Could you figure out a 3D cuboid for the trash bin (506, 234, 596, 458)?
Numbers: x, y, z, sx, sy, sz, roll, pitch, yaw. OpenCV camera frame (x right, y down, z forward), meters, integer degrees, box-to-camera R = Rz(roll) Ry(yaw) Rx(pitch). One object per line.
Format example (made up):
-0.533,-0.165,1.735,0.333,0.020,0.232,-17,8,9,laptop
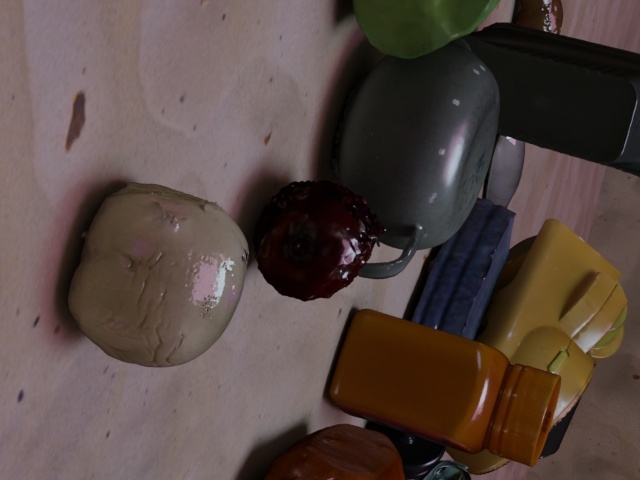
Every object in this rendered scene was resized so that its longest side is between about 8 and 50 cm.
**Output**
0.332,0.147,2.447,0.214,0.214,0.334,-44,150,-62,trash bin

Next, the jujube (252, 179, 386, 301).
-0.004,-0.001,1.317,0.166,0.104,0.104,-3,109,-82,jujube

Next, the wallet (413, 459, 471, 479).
0.095,0.397,1.993,0.176,0.075,0.250,-37,155,-45,wallet

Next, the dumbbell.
0.102,0.205,1.892,0.099,0.099,0.208,-56,156,-49,dumbbell

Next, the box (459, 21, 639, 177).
0.265,-0.153,1.797,0.178,0.274,0.138,-16,120,-65,box

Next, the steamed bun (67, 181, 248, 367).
-0.095,0.025,1.014,0.130,0.091,0.112,22,87,-75,steamed bun

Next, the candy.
0.132,-0.267,1.448,0.343,0.132,0.142,-50,136,-57,candy

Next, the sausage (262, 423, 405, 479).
0.006,0.250,1.555,0.258,0.133,0.133,-21,125,-76,sausage

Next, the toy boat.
0.169,0.065,2.037,0.127,0.078,0.283,95,18,-47,toy boat

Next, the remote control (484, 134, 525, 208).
0.257,-0.080,2.258,0.073,0.044,0.229,-62,161,-45,remote control

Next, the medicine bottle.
0.134,0.159,1.722,0.149,0.222,0.112,47,61,-73,medicine bottle

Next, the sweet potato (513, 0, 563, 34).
0.283,-0.302,2.085,0.068,0.068,0.226,-55,155,-51,sweet potato

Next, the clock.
0.253,0.158,2.150,0.317,0.200,0.244,-51,-174,-38,clock

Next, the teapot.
0.083,-0.089,1.476,0.193,0.129,0.294,83,30,-56,teapot
